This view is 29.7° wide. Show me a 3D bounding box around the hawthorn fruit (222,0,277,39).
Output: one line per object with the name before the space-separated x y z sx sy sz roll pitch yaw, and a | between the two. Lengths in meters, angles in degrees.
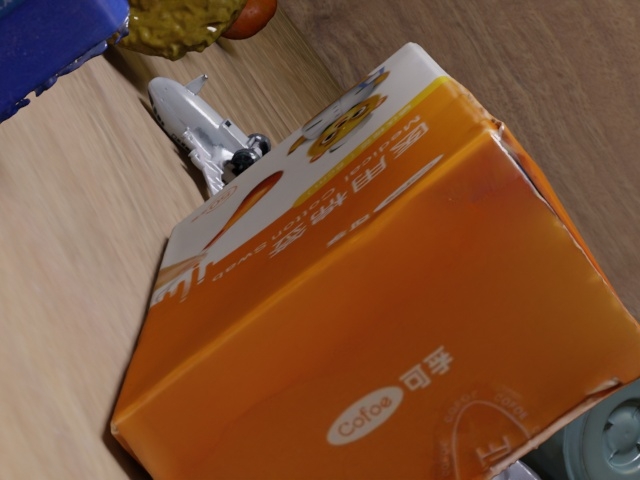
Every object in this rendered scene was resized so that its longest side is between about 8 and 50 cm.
hawthorn fruit | -0.133 -0.364 1.754 0.138 0.133 0.133 24 26 -45

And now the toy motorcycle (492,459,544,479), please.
toy motorcycle | 0.165 0.240 1.012 0.215 0.080 0.122 44 8 -12

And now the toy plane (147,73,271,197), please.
toy plane | -0.088 -0.081 1.078 0.171 0.065 0.162 54 19 -12

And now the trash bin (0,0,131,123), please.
trash bin | -0.211 -0.182 0.580 0.234 0.162 0.184 50 7 -44

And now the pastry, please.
pastry | -0.147 -0.254 1.078 0.189 0.188 0.103 50 16 -5

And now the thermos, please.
thermos | 0.208 0.170 1.167 0.286 0.145 0.182 10 -64 62

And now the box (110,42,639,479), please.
box | 0.025 0.024 0.687 0.143 0.225 0.341 50 8 -12
